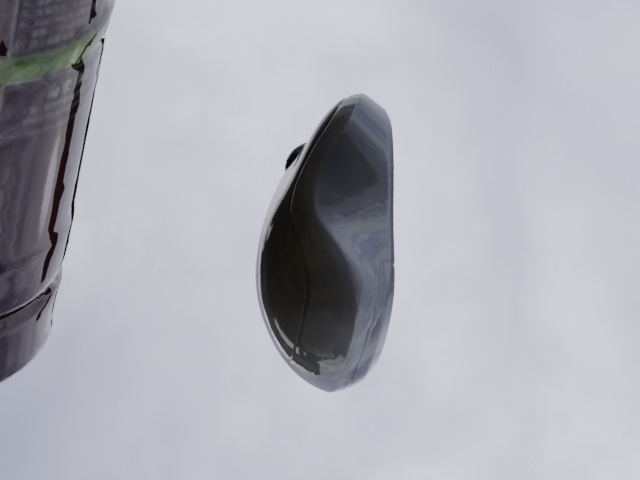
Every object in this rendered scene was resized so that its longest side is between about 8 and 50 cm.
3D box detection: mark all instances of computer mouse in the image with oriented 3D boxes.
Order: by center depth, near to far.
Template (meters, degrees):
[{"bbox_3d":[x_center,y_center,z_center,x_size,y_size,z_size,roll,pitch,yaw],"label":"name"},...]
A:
[{"bbox_3d":[0.000,0.000,1.464,0.184,0.121,0.296,104,-12,-55],"label":"computer mouse"}]

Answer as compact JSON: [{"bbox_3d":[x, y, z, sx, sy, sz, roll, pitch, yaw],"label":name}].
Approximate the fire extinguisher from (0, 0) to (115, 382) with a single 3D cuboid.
[{"bbox_3d":[-0.085,-0.124,0.387,0.141,0.105,0.341,-106,-153,-53],"label":"fire extinguisher"}]
